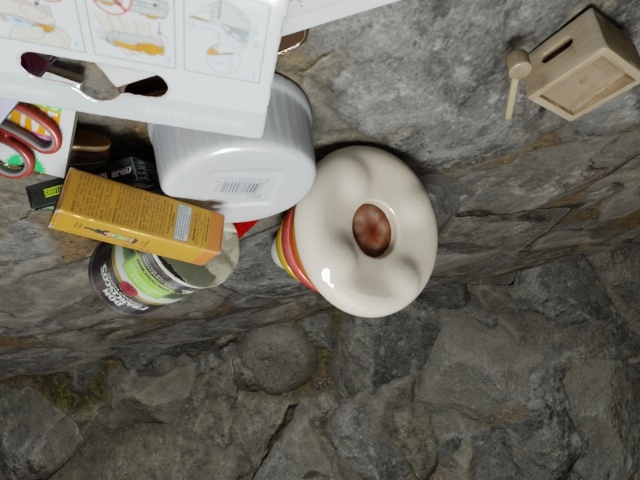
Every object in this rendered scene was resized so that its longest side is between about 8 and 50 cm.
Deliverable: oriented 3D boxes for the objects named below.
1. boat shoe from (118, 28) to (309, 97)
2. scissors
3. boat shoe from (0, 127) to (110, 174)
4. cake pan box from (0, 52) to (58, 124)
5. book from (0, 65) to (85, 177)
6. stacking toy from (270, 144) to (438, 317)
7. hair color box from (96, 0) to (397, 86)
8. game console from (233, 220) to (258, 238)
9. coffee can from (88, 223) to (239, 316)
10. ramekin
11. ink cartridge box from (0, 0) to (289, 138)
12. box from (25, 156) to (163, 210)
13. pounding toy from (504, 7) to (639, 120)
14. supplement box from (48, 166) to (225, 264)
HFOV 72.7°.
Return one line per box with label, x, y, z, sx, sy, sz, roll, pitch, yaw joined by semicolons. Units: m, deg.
boat shoe;-0.133;-0.230;0.550;0.258;0.095;0.095;-14;159;3
scissors;-0.471;-0.177;0.514;0.297;0.021;0.109;34;114;-30
boat shoe;-0.425;-0.133;0.644;0.207;0.073;0.073;4;121;-20
cake pan box;-0.414;-0.199;0.403;0.267;0.070;0.246;-25;136;28
book;-0.379;-0.162;0.576;0.097;0.035;0.144;14;121;-25
stacking toy;0.000;0.000;1.042;0.351;0.349;0.480;1;173;-32
hair color box;-0.094;-0.288;0.410;0.339;0.109;0.185;-16;157;4
game console;-0.232;-0.061;1.037;0.124;0.085;0.144;-44;159;-6
coffee can;-0.337;0.036;0.933;0.276;0.201;0.202;-23;157;38
ramekin;-0.138;-0.139;0.725;0.278;0.135;0.277;-11;159;-4
ink cartridge box;-0.159;-0.259;0.284;0.309;0.091;0.384;7;144;-12
box;-0.360;-0.092;0.759;0.184;0.045;0.191;-12;-178;5
pounding toy;0.380;-0.285;0.720;0.206;0.094;0.181;12;154;-30
supplement box;-0.270;-0.030;0.664;0.234;0.080;0.078;16;152;-34
